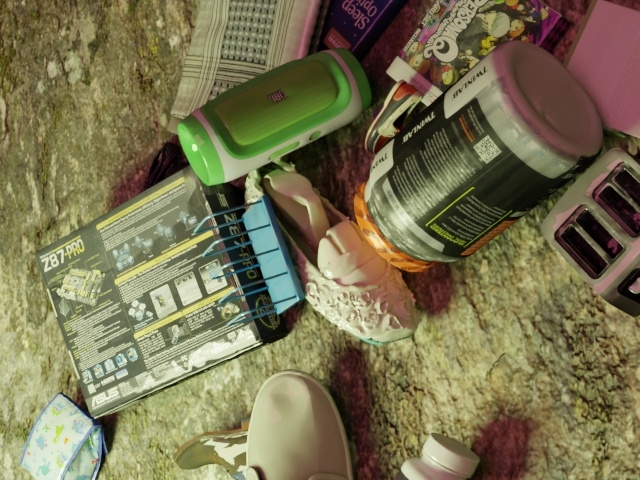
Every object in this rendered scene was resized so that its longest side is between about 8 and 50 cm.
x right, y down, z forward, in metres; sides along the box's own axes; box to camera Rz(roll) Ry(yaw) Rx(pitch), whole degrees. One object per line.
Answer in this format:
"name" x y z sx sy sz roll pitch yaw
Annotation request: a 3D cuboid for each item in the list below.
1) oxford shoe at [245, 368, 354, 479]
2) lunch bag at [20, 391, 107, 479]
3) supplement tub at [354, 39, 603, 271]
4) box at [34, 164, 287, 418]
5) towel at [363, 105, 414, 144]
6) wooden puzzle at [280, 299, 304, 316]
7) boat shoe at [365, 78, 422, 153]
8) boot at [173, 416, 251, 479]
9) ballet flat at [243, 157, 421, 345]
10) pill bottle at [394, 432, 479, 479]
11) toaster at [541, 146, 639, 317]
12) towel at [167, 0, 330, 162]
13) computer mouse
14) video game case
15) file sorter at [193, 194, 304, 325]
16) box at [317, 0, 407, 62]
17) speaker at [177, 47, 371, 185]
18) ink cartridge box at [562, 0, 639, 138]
"oxford shoe" -0.045 0.416 1.900 0.169 0.130 0.449 0 79 16
"lunch bag" -0.451 0.364 2.260 0.129 0.096 0.151 30 106 38
"supplement tub" 0.212 -0.107 1.792 0.338 0.207 0.207 -40 57 37
"box" -0.280 0.089 2.154 0.395 0.097 0.318 -27 82 30
"towel" 0.111 -0.190 2.036 0.083 0.009 0.060 -34 61 26
"wooden puzzle" -0.045 0.088 2.084 0.049 0.006 0.083 37 101 37
"boat shoe" 0.113 -0.186 1.987 0.043 0.049 0.137 39 123 17
"boot" -0.145 0.358 2.043 0.219 0.082 0.106 -25 62 27
"ballet flat" 0.000 0.000 1.970 0.409 0.147 0.147 44 105 36
"pill bottle" 0.147 0.376 1.803 0.108 0.108 0.193 32 98 37
"toaster" 0.410 -0.019 1.707 0.168 0.110 0.185 -48 55 16
"towel" -0.135 -0.307 2.195 0.312 0.056 0.324 18 96 41
"computer mouse" -0.236 -0.063 2.223 0.272 0.072 0.188 22 91 38
"video game case" 0.237 -0.294 1.948 0.210 0.042 0.232 45 106 34
"file sorter" -0.115 0.036 1.967 0.170 0.104 0.118 69 158 7
"box" 0.057 -0.384 2.111 0.225 0.036 0.136 -52 54 16
"speaker" -0.071 -0.198 2.011 0.296 0.131 0.131 -27 55 -16
"ink cartridge box" 0.449 -0.225 1.765 0.235 0.056 0.171 28 96 36
